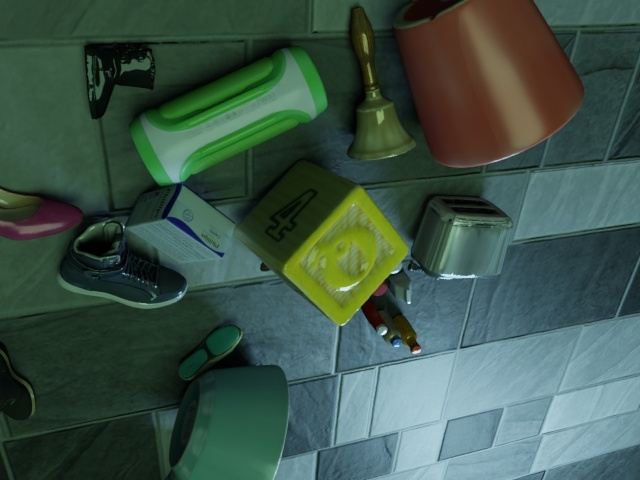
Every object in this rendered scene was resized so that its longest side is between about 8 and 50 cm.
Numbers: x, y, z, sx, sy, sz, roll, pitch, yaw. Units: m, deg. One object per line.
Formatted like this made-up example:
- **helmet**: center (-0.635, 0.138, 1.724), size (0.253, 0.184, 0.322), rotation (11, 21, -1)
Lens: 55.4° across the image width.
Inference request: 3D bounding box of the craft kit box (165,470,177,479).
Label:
- **craft kit box**: center (-0.292, 0.613, 1.372), size (0.061, 0.250, 0.246), rotation (19, 112, -31)

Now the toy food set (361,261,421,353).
- **toy food set**: center (0.157, 0.146, 1.331), size (0.111, 0.104, 0.232), rotation (-16, 126, -11)

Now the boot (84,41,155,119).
- **boot**: center (-0.304, -0.242, 0.930), size (0.099, 0.045, 0.121), rotation (-5, 123, -23)

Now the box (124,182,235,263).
- **box**: center (-0.238, -0.025, 1.036), size (0.126, 0.137, 0.072), rotation (39, 59, -36)

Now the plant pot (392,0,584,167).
- **plant pot**: center (0.256, -0.295, 0.995), size (0.275, 0.275, 0.243), rotation (-33, 117, 1)

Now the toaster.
- **toaster**: center (0.289, -0.007, 1.271), size (0.227, 0.129, 0.146), rotation (2, 117, -20)

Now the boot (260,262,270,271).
- **boot**: center (-0.095, -0.007, 1.172), size (0.106, 0.037, 0.114), rotation (-38, 131, -10)

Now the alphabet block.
- **alphabet block**: center (0.000, 0.000, 1.088), size (0.193, 0.197, 0.192), rotation (-49, 128, -6)

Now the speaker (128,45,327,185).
- **speaker**: center (-0.143, -0.198, 0.969), size (0.296, 0.131, 0.131), rotation (-26, 128, -4)

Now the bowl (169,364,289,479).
- **bowl**: center (-0.200, 0.387, 1.236), size (0.163, 0.311, 0.311), rotation (20, 113, -21)

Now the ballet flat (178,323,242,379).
- **ballet flat**: center (-0.226, 0.232, 1.278), size (0.168, 0.057, 0.052), rotation (-37, 157, 8)

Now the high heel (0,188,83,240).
- **high heel**: center (-0.500, -0.069, 0.943), size (0.244, 0.082, 0.117), rotation (4, 131, -9)

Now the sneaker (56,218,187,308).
- **sneaker**: center (-0.323, 0.043, 1.050), size (0.226, 0.086, 0.163), rotation (10, 144, -27)

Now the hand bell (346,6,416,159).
- **hand bell**: center (0.087, -0.273, 1.044), size (0.126, 0.126, 0.242), rotation (-17, 114, -11)

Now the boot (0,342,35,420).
- **boot**: center (-0.587, 0.298, 1.114), size (0.077, 0.137, 0.198), rotation (-19, 127, -9)
